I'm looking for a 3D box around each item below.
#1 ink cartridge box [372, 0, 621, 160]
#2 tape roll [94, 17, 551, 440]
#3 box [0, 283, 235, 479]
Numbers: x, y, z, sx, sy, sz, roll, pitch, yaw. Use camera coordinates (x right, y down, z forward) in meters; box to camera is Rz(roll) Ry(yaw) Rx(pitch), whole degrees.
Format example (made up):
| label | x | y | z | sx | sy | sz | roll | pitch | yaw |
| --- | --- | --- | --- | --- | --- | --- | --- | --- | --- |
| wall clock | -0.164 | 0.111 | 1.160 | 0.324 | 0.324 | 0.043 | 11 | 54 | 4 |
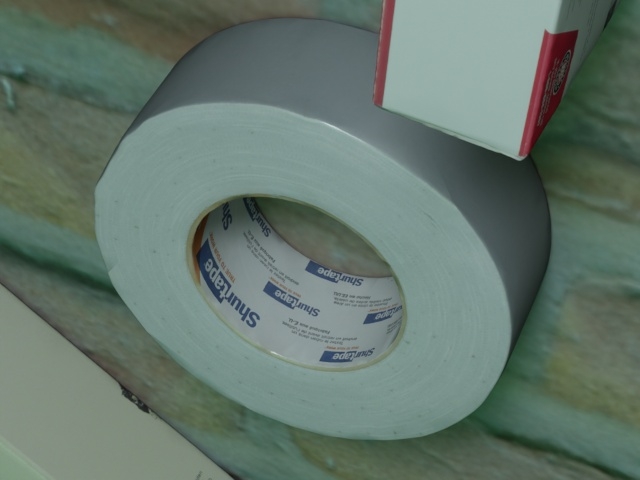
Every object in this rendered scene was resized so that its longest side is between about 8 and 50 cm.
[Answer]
| label | x | y | z | sx | sy | sz | roll | pitch | yaw |
| --- | --- | --- | --- | --- | --- | --- | --- | --- | --- |
| ink cartridge box | 0.080 | -0.121 | 0.552 | 0.063 | 0.150 | 0.109 | 20 | 137 | 16 |
| tape roll | 0.000 | 0.000 | 0.769 | 0.219 | 0.072 | 0.219 | 15 | 136 | 15 |
| box | -0.184 | 0.127 | 0.973 | 0.275 | 0.094 | 0.113 | 44 | 136 | -15 |
